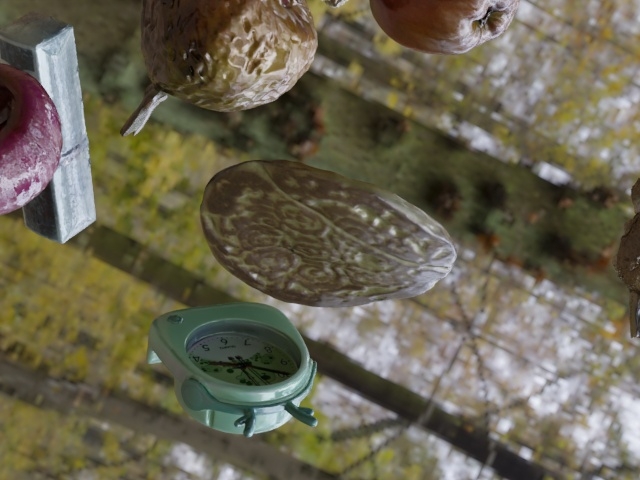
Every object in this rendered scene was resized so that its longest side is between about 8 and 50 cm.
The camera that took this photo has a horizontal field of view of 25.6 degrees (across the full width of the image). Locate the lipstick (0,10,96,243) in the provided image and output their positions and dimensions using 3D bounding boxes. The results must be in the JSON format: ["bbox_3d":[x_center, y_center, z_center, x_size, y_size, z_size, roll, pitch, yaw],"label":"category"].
[{"bbox_3d":[-0.333,-0.137,1.724,0.076,0.077,0.290,-39,142,-41],"label":"lipstick"}]

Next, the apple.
[{"bbox_3d":[0.184,-0.390,2.160,0.234,0.234,0.234,-59,-167,22],"label":"apple"}]

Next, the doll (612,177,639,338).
[{"bbox_3d":[0.405,0.010,1.688,0.115,0.105,0.221,6,-114,51],"label":"doll"}]

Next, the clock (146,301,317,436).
[{"bbox_3d":[-0.085,0.145,1.499,0.211,0.159,0.066,-129,-139,-50],"label":"clock"}]

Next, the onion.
[{"bbox_3d":[-0.359,-0.107,1.483,0.153,0.177,0.177,54,61,-82],"label":"onion"}]

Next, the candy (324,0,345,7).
[{"bbox_3d":[0.012,-0.445,2.348,0.095,0.110,0.085,-61,-170,-3],"label":"candy"}]

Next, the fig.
[{"bbox_3d":[-0.192,-0.273,2.099,0.368,0.286,0.286,-43,-161,22],"label":"fig"}]

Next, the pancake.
[{"bbox_3d":[0.000,0.001,1.344,0.250,0.250,0.031,134,-28,-56],"label":"pancake"}]
